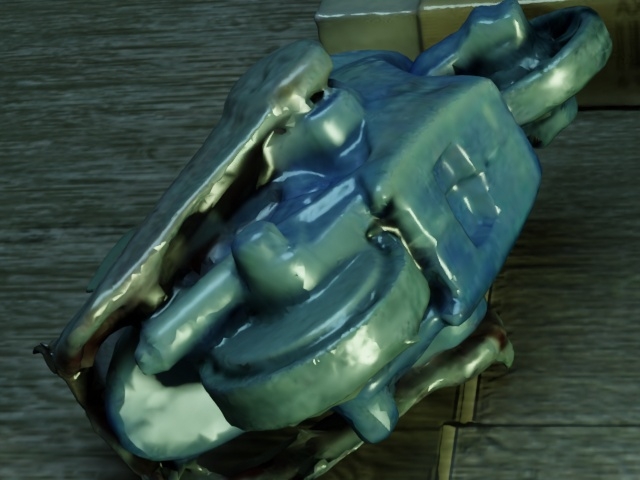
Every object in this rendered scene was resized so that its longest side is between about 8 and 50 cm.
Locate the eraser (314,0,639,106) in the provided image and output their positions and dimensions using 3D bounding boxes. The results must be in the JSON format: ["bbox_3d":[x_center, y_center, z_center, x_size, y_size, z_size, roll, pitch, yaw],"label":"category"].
[{"bbox_3d":[0.176,-0.150,1.119,0.343,0.078,0.144,-1,35,12],"label":"eraser"}]

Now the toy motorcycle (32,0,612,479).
[{"bbox_3d":[-0.009,-0.020,0.890,0.241,0.182,0.319,13,43,29],"label":"toy motorcycle"}]
